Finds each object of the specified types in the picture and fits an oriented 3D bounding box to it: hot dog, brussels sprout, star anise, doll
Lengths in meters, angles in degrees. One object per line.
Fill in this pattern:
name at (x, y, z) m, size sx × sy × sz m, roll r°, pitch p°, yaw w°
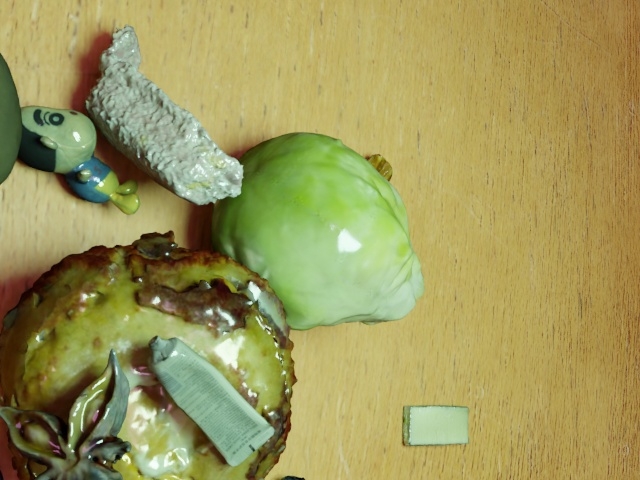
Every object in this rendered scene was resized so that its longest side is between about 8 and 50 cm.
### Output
hot dog at (0.075, -0.082, 1.118) m, size 0.062 × 0.038 × 0.144 m, roll 43°, pitch 63°, yaw -29°
brussels sprout at (-0.009, -0.001, 0.912) m, size 0.317 × 0.242 × 0.273 m, roll 52°, pitch 31°, yaw 6°
star anise at (-0.176, 0.234, 0.654) m, size 0.148 × 0.218 × 0.227 m, roll -56°, pitch 150°, yaw -27°
doll at (-0.294, -0.103, 0.806) m, size 0.179 × 0.102 × 0.089 m, roll 33°, pitch 104°, yaw -31°

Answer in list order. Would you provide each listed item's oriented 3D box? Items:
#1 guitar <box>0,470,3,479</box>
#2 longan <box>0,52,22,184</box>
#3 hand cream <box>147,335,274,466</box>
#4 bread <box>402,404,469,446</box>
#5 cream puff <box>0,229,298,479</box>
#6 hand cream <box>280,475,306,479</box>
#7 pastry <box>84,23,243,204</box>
guitar at (-0.458, 0.290, 0.657) m, size 0.271 × 0.038 × 0.084 m, roll -12°, pitch 91°, yaw -38°
longan at (-0.401, -0.134, 0.662) m, size 0.198 × 0.198 × 0.213 m, roll -31°, pitch 105°, yaw -36°
hand cream at (-0.112, 0.154, 0.654) m, size 0.057 × 0.037 × 0.165 m, roll -39°, pitch 114°, yaw -7°
bread at (0.205, 0.326, 1.176) m, size 0.153 × 0.028 × 0.068 m, roll 10°, pitch 79°, yaw -36°
cream puff at (-0.185, 0.156, 0.762) m, size 0.350 × 0.228 × 0.351 m, roll -2°, pitch 101°, yaw -13°
hand cream at (-0.095, 0.421, 0.919) m, size 0.235 × 0.055 × 0.086 m, roll -42°, pitch 107°, yaw -26°
pastry at (-0.207, -0.140, 0.821) m, size 0.112 × 0.103 × 0.265 m, roll -35°, pitch 71°, yaw -13°
